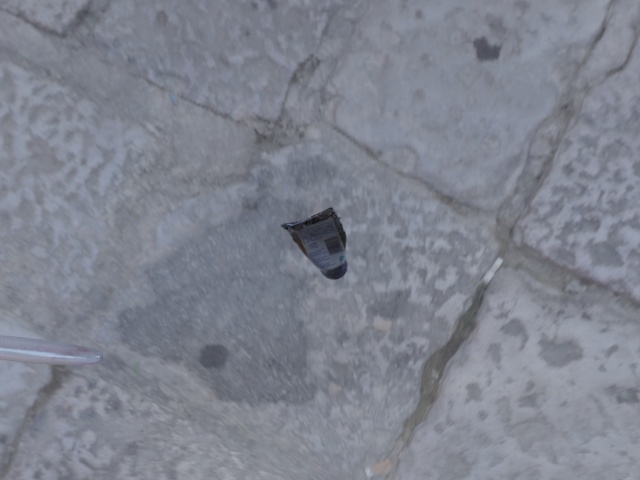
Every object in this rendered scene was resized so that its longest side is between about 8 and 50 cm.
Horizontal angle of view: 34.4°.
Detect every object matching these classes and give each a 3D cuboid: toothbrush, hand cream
[{"bbox_3d":[-0.334,0.091,0.900,0.307,0.025,0.029,5,110,10],"label":"toothbrush"},{"bbox_3d":[0.000,0.000,1.192,0.062,0.163,0.039,-15,64,6],"label":"hand cream"}]
